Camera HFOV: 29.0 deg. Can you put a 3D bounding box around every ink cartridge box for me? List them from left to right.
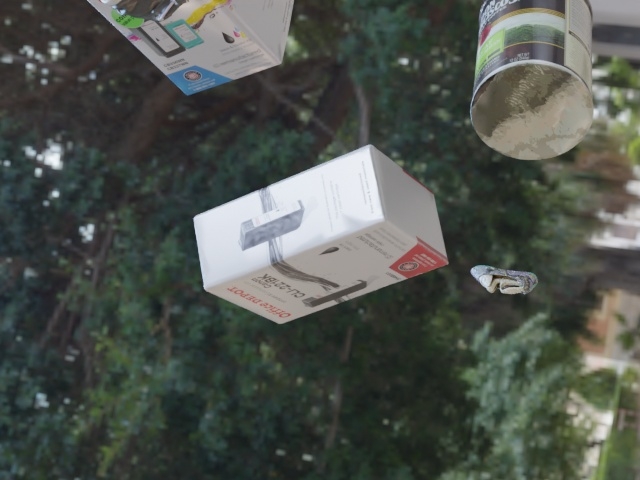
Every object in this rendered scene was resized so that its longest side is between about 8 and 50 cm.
[{"bbox_3d":[-0.200,-0.403,1.939,0.270,0.198,0.197,42,-135,-42],"label":"ink cartridge box"},{"bbox_3d":[0.000,0.000,1.630,0.197,0.273,0.114,30,-135,-56],"label":"ink cartridge box"}]

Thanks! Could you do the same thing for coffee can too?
[{"bbox_3d":[0.365,-0.301,2.113,0.275,0.202,0.201,-78,-13,-45],"label":"coffee can"}]

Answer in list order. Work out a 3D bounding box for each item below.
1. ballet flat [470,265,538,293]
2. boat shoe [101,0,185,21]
[{"bbox_3d":[0.278,0.063,1.914,0.041,0.114,0.041,-12,-75,-54],"label":"ballet flat"},{"bbox_3d":[-0.163,-0.388,1.625,0.095,0.335,0.112,22,-122,-36],"label":"boat shoe"}]
